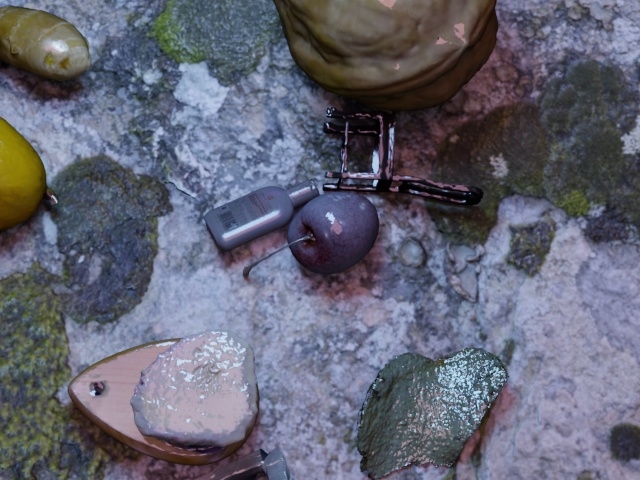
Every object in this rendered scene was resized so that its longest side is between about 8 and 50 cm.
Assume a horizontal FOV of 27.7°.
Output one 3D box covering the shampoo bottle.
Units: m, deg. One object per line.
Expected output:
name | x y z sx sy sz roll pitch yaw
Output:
shampoo bottle | -0.081 -0.042 1.854 0.165 0.040 0.080 -24 44 -9

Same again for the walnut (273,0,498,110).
walnut | 0.090 -0.326 1.787 0.306 0.306 0.344 -42 42 -12

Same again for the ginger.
ginger | -0.552 -0.286 1.852 0.348 0.122 0.363 22 34 40

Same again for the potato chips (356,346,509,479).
potato chips | 0.151 0.233 1.791 0.228 0.059 0.167 -12 82 -11

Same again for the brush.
brush | -0.212 0.205 1.729 0.267 0.166 0.174 3 75 1

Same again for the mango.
mango | -0.512 -0.114 1.793 0.317 0.119 0.176 29 61 -16

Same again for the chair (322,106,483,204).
chair | 0.117 -0.117 1.854 0.229 0.106 0.113 4 83 -2

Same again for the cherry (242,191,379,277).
cherry | 0.002 -0.006 1.841 0.115 0.188 0.148 37 50 -18

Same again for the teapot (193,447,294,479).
teapot | -0.103 0.387 1.685 0.178 0.163 0.221 -15 76 1
